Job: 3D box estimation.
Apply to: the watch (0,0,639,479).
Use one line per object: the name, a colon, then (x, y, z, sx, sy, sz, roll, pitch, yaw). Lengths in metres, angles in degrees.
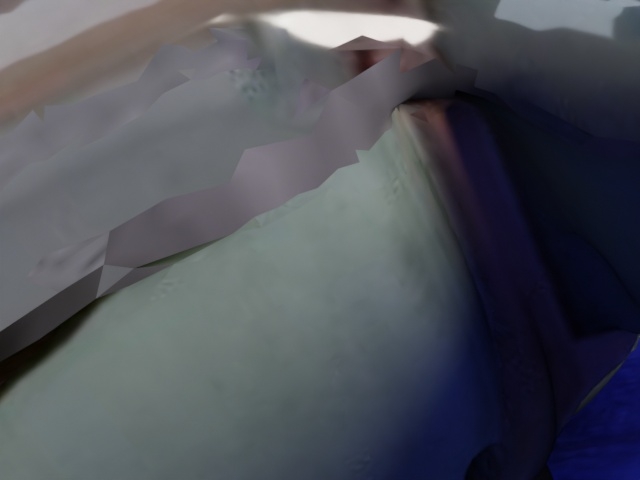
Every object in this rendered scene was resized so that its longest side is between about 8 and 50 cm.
watch: (-0.001, 0.058, 0.304, 0.253, 0.162, 0.241, -31, 33, -5)

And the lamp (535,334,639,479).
lamp: (0.000, 0.000, 0.558, 0.197, 0.198, 0.244, -16, 28, 25)
